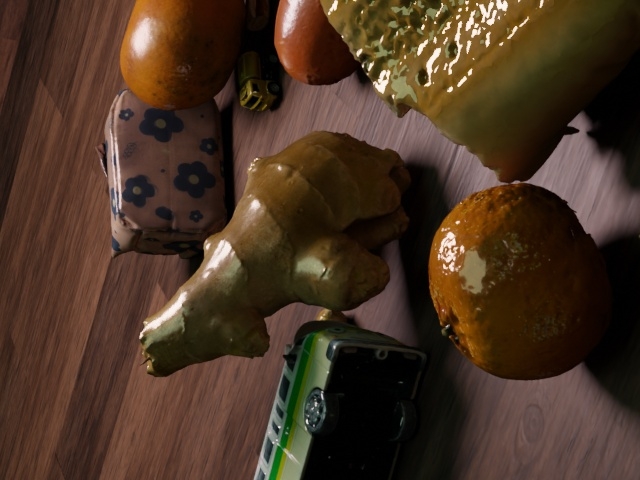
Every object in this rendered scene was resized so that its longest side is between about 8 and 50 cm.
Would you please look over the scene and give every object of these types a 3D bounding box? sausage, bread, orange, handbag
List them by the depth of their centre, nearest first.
[{"bbox_3d":[0.208,-0.300,1.450,0.361,0.250,0.394,56,138,13],"label":"bread"},{"bbox_3d":[0.185,0.041,1.471,0.193,0.161,0.193,160,90,-79],"label":"orange"},{"bbox_3d":[0.021,-0.320,1.972,0.258,0.133,0.133,-67,30,26],"label":"sausage"},{"bbox_3d":[-0.201,-0.303,2.289,0.240,0.171,0.240,-161,90,-82],"label":"orange"},{"bbox_3d":[-0.096,-0.361,2.320,0.047,0.036,0.083,138,136,-58],"label":"bread"},{"bbox_3d":[-0.254,-0.091,2.406,0.193,0.190,0.251,125,143,-64],"label":"handbag"}]

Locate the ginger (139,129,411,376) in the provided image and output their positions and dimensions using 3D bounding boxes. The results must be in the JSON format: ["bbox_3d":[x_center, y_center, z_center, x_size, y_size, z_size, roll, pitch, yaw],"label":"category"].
[{"bbox_3d":[-0.036,0.038,1.827,0.375,0.236,0.166,-60,-13,-1],"label":"ginger"}]

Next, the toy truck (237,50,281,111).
[{"bbox_3d":[-0.092,-0.231,2.250,0.049,0.054,0.083,-41,47,53],"label":"toy truck"}]

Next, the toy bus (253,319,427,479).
[{"bbox_3d":[0.011,0.230,1.816,0.164,0.133,0.276,34,112,59],"label":"toy bus"}]

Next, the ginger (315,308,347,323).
[{"bbox_3d":[-0.001,0.168,1.945,0.067,0.096,0.165,17,68,26],"label":"ginger"}]
